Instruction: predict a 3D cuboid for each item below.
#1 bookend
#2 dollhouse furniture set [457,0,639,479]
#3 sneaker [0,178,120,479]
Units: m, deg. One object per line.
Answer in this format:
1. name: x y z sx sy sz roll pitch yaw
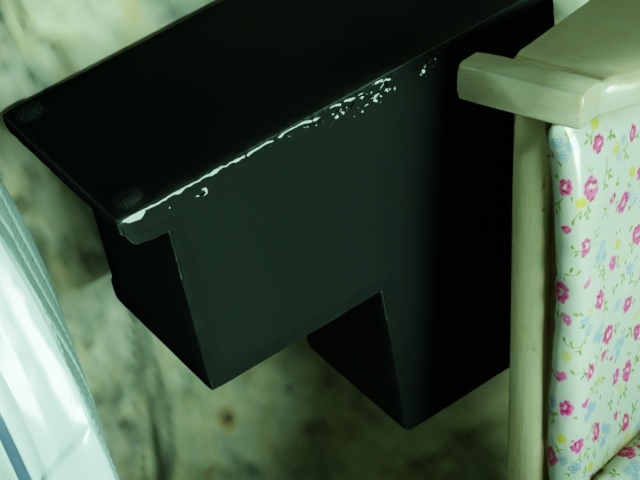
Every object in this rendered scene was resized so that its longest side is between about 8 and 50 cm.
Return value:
1. bookend: 0.000 0.000 0.621 0.156 0.072 0.157 -31 133 -21
2. dollhouse furniture set: 0.166 -0.033 0.581 0.355 0.174 0.303 -38 135 -43
3. sneaker: -0.125 0.018 0.529 0.091 0.094 0.258 -24 128 -3
